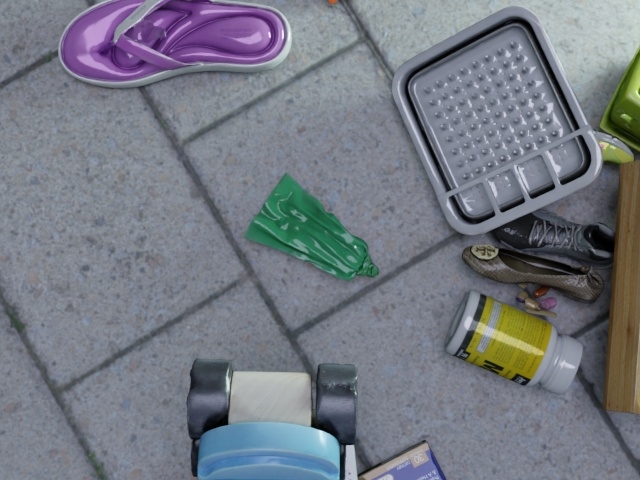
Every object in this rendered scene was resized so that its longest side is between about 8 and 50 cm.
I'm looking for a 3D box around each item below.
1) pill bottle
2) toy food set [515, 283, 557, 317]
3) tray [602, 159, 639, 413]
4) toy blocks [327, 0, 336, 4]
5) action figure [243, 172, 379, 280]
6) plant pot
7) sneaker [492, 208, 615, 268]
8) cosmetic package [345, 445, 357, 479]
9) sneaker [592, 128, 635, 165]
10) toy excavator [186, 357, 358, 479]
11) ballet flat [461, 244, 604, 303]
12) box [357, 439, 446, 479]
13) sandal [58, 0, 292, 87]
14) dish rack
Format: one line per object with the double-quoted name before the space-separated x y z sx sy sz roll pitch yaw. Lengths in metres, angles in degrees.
"pill bottle" 0.326 0.175 1.626 0.208 0.119 0.119 23 83 2
"toy food set" 0.370 0.091 1.661 0.077 0.019 0.122 10 40 -7
"tray" 0.579 0.088 1.608 0.202 0.076 0.411 11 80 -31
"toy blocks" 0.012 -0.480 1.738 0.148 0.054 0.123 -32 84 -5
"action figure" 0.000 0.000 1.670 0.232 0.063 0.137 32 81 7
"plant pot" 0.620 -0.248 1.637 0.227 0.207 0.228 29 78 3
"sneaker" 0.417 -0.014 1.646 0.228 0.132 0.086 12 82 0
"cosmetic package" -0.058 0.373 1.538 0.224 0.224 0.138 -6 83 -2
"sneaker" 0.447 -0.153 1.698 0.208 0.081 0.094 16 88 8
"toy excavator" -0.077 0.433 1.289 0.222 0.433 0.445 3 56 -1
"ballet flat" 0.367 0.046 1.648 0.249 0.058 0.084 16 39 1
"box" 0.171 0.471 1.627 0.136 0.036 0.225 -27 85 -4
"sandal" -0.260 -0.371 1.693 0.416 0.102 0.170 -6 83 -2
"dish rack" 0.304 -0.203 1.662 0.285 0.072 0.333 -26 83 21
